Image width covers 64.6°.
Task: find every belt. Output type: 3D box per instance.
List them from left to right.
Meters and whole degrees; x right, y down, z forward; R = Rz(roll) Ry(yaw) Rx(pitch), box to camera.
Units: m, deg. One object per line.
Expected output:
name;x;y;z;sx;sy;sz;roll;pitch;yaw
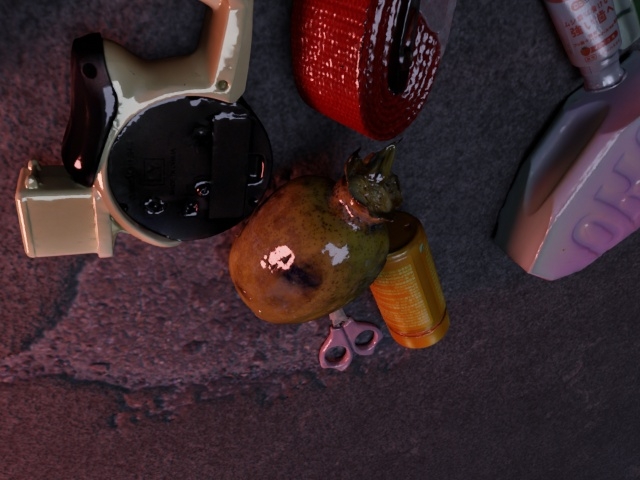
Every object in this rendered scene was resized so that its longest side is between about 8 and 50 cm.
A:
belt;0.042;-0.210;0.491;0.128;0.124;0.200;-23;134;-38

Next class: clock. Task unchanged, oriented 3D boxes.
clock;-0.164;-0.159;0.448;0.277;0.120;0.378;-8;124;-21

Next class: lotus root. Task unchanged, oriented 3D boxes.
lotus root;0.000;0.002;0.565;0.154;0.154;0.278;20;137;-31

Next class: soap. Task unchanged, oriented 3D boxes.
soap;0.395;-0.094;0.717;0.193;0.109;0.323;18;114;-30

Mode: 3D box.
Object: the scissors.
scissors;0.028;0.118;0.762;0.110;0.021;0.212;-26;128;-7

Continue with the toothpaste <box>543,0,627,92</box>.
toothpaste;0.303;-0.285;0.596;0.089;0.057;0.234;-34;120;9

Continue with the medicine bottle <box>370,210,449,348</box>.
medicine bottle;0.118;0.058;0.711;0.096;0.096;0.191;-28;128;-3

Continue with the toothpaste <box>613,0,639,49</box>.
toothpaste;0.509;-0.394;0.599;0.392;0.061;0.099;-39;123;11
